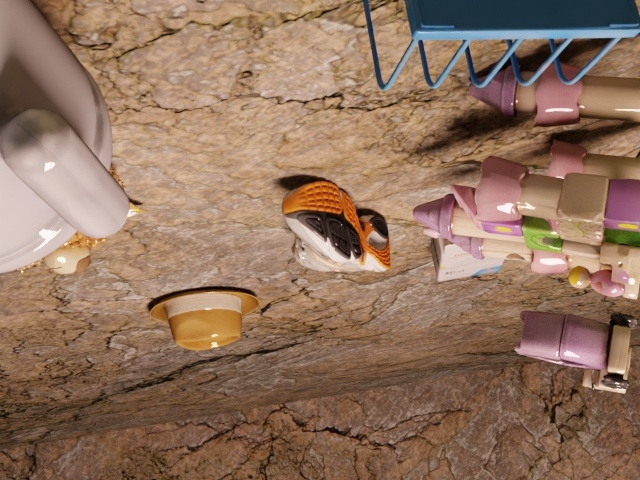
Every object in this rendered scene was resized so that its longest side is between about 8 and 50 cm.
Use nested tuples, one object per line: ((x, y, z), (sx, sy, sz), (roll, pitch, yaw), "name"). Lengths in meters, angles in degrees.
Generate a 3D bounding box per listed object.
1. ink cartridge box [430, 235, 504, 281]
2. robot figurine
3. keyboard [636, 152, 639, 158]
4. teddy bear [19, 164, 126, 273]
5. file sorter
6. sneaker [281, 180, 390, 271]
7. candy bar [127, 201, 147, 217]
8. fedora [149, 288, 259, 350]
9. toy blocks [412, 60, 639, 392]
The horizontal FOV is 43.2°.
((0.228, 0.002, 1.238), (0.104, 0.062, 0.181), (-10, 161, 1), "ink cartridge box")
((-0.269, -0.093, 0.547), (0.300, 0.200, 0.353), (30, 169, 16), "robot figurine")
((0.478, -0.133, 1.037), (0.108, 0.023, 0.180), (-10, 161, 1), "keyboard")
((-0.380, -0.006, 0.875), (0.338, 0.113, 0.245), (-2, 161, -19), "teddy bear")
((0.127, -0.183, 0.610), (0.170, 0.118, 0.104), (-4, 164, -13), "file sorter")
((0.000, 0.000, 1.089), (0.121, 0.099, 0.262), (-13, 159, 23), "sneaker")
((-0.290, -0.020, 1.012), (0.161, 0.018, 0.040), (-19, 158, 24), "candy bar")
((-0.199, 0.144, 1.411), (0.194, 0.079, 0.194), (-8, 160, -3), "fedora")
((0.216, -0.006, 0.883), (0.260, 0.309, 0.288), (8, 168, 20), "toy blocks")
